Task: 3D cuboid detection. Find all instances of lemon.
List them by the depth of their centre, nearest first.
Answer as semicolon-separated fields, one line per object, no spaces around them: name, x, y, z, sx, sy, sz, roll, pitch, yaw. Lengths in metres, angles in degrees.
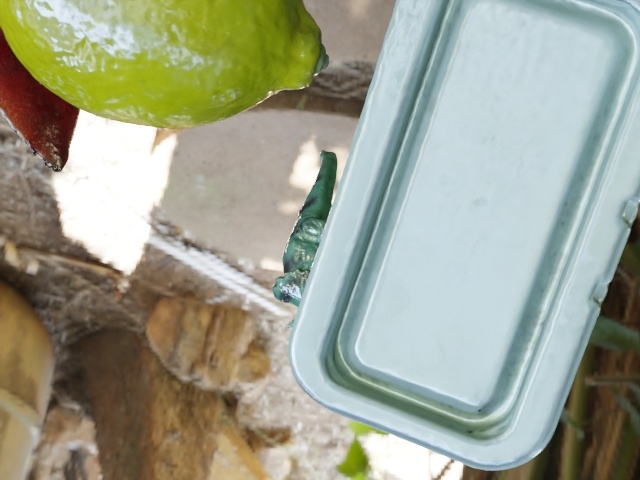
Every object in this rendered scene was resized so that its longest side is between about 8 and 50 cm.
lemon;-0.113;-0.163;0.686;0.248;0.184;0.184;30;147;0

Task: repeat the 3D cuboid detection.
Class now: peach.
peach;-0.424;-0.232;1.521;0.068;0.279;0.189;-35;163;22

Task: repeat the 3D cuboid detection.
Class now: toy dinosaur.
toy dinosaur;0.017;0.001;1.227;0.120;0.292;0.079;2;151;21

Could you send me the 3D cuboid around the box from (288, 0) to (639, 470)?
box;0.114;-0.032;0.693;0.175;0.312;0.182;20;-169;9
